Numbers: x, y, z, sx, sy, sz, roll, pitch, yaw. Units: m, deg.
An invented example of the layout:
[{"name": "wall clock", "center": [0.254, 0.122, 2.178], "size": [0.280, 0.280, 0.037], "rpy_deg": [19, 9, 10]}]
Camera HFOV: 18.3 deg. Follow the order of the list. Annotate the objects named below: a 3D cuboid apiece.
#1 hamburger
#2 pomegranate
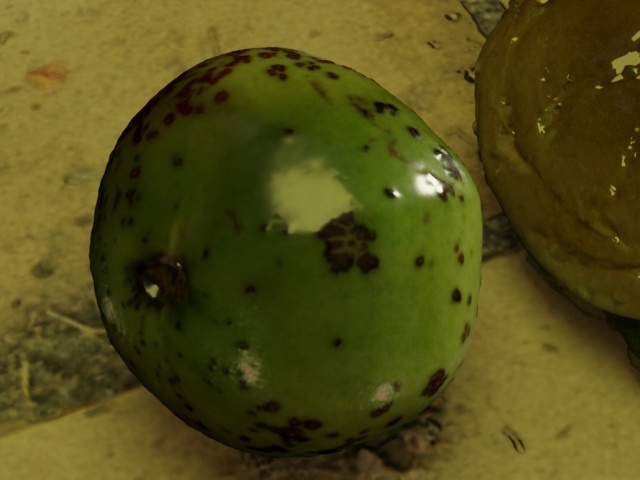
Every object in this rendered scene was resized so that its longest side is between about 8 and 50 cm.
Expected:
[{"name": "hamburger", "center": [0.230, -0.062, 1.097], "size": [0.265, 0.134, 0.285], "rpy_deg": [-28, 53, -20]}, {"name": "pomegranate", "center": [0.000, 0.000, 1.044], "size": [0.214, 0.214, 0.248], "rpy_deg": [31, 27, 25]}]
